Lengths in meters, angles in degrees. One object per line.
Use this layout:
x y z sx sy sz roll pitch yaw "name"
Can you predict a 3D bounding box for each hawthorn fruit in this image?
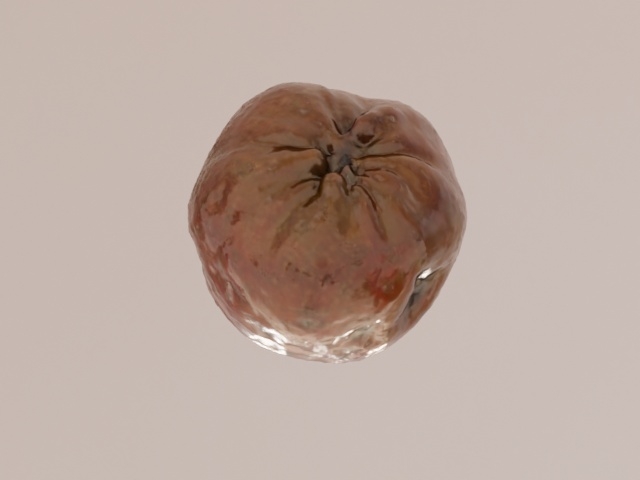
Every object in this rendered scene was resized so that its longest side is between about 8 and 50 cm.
0.000 -0.014 1.671 0.258 0.258 0.262 28 -28 -21 "hawthorn fruit"
